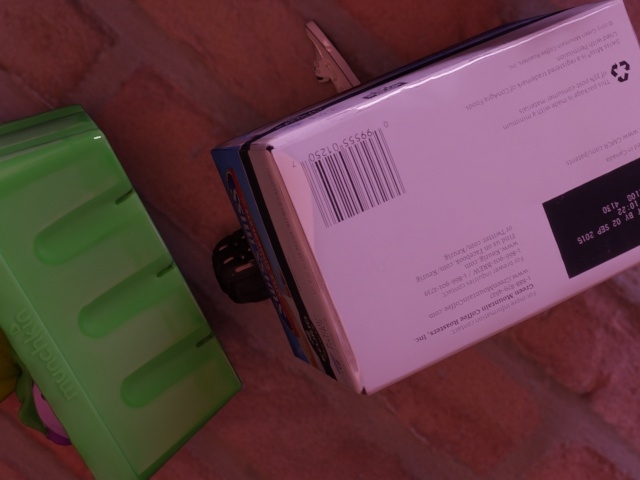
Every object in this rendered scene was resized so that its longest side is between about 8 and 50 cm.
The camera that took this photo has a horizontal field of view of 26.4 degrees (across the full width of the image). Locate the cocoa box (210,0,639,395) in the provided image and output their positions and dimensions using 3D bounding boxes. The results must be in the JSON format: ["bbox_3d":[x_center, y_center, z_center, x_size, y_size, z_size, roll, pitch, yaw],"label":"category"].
[{"bbox_3d":[0.115,-0.046,1.235,0.347,0.228,0.231,-24,100,-14],"label":"cocoa box"}]

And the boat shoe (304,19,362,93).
[{"bbox_3d":[0.009,-0.172,1.361,0.035,0.035,0.100,-35,104,7],"label":"boat shoe"}]

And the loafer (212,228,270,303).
[{"bbox_3d":[0.000,0.000,1.384,0.223,0.076,0.078,-22,139,-2],"label":"loafer"}]

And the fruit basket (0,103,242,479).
[{"bbox_3d":[-0.313,0.085,1.311,0.392,0.283,0.392,-5,106,-16],"label":"fruit basket"}]
